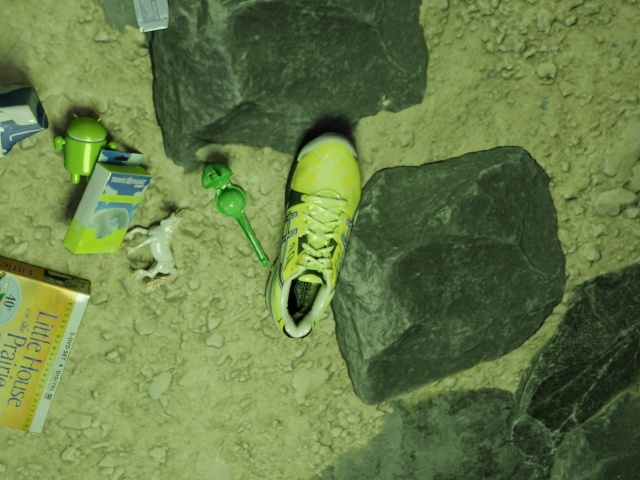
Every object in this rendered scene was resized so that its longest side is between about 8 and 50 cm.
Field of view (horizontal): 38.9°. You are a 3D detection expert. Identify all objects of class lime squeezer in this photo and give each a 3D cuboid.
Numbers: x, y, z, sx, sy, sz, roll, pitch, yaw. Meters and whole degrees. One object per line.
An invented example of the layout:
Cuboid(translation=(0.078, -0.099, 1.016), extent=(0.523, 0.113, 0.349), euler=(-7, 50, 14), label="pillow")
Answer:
Cuboid(translation=(-0.153, -0.071, 1.580), extent=(0.059, 0.110, 0.310), euler=(-41, 147, -11), label="lime squeezer")

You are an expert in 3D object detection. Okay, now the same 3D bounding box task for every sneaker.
Cuboid(translation=(0.000, 0.000, 1.613), extent=(0.145, 0.147, 0.385), euler=(6, 110, -13), label="sneaker")
Cuboid(translation=(-0.575, -0.125, 1.455), extent=(0.315, 0.127, 0.182), euler=(-16, 119, 2), label="sneaker")

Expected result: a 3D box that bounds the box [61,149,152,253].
Cuboid(translation=(-0.357, -0.063, 1.533), extent=(0.109, 0.042, 0.178), euler=(-1, 122, -61), label="box")

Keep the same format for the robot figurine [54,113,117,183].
Cuboid(translation=(-0.391, -0.152, 1.505), extent=(0.101, 0.067, 0.115), euler=(4, 111, -15), label="robot figurine")

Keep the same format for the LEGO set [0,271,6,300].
Cuboid(translation=(-0.655, 0.012, 1.390), extent=(0.255, 0.192, 0.331), euler=(-42, 117, -4), label="LEGO set")

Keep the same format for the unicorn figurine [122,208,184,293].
Cuboid(translation=(-0.291, 0.009, 1.607), extent=(0.111, 0.060, 0.162), euler=(-16, 130, -15), label="unicorn figurine")

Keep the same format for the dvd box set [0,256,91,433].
Cuboid(translation=(-0.650, 0.157, 1.580), extent=(0.420, 0.062, 0.308), euler=(19, 108, -19), label="dvd box set")

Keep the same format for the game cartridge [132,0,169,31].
Cuboid(translation=(-0.274, -0.382, 1.463), extent=(0.056, 0.017, 0.083), euler=(-10, 114, -5), label="game cartridge")
